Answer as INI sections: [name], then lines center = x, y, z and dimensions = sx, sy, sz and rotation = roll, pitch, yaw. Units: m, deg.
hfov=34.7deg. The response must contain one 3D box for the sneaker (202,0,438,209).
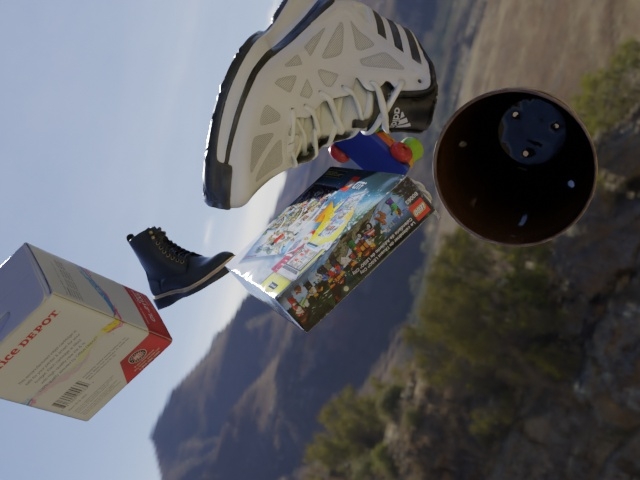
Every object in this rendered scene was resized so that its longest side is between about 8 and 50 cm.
[sneaker]
center = 0.021, -0.187, 1.389
dimensions = 0.169, 0.257, 0.447
rotation = 101, -169, -48

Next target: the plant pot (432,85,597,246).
[plant pot]
center = 0.286, -0.131, 1.447
dimensions = 0.230, 0.215, 0.215
rotation = -49, -26, -64

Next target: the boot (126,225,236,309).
[boot]
center = -0.229, 0.022, 1.651
dimensions = 0.198, 0.137, 0.077
rotation = -26, 3, 35

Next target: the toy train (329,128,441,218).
[toy train]
center = 0.145, -0.140, 1.831
dimensions = 0.105, 0.248, 0.143
rotation = -52, -9, 34

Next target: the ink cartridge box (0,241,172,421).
[ink cartridge box]
center = -0.247, 0.090, 0.963
dimensions = 0.127, 0.072, 0.175
rotation = -42, -34, 10

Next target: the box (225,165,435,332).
[box]
center = 0.000, 0.000, 0.990
dimensions = 0.159, 0.044, 0.233
rotation = -43, 15, -8
